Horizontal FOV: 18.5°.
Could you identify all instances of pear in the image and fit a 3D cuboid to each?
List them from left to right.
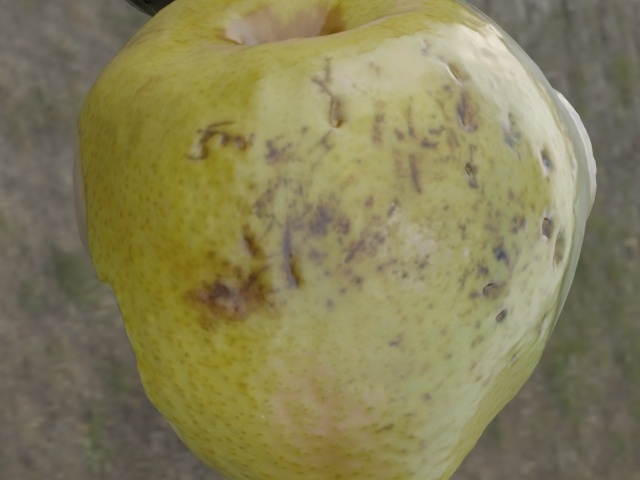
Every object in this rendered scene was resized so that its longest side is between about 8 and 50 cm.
[{"bbox_3d":[0.000,0.000,0.950,0.271,0.271,0.271,21,64,-51],"label":"pear"}]

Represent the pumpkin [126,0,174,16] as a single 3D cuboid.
[{"bbox_3d":[-0.044,-0.261,1.223,0.248,0.248,0.248,21,64,-51],"label":"pumpkin"}]
